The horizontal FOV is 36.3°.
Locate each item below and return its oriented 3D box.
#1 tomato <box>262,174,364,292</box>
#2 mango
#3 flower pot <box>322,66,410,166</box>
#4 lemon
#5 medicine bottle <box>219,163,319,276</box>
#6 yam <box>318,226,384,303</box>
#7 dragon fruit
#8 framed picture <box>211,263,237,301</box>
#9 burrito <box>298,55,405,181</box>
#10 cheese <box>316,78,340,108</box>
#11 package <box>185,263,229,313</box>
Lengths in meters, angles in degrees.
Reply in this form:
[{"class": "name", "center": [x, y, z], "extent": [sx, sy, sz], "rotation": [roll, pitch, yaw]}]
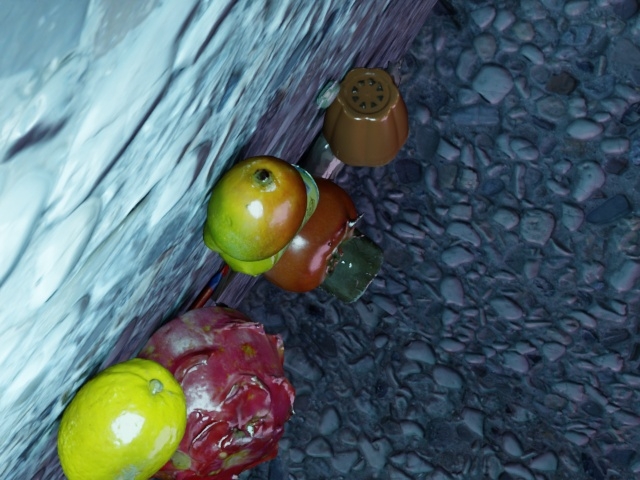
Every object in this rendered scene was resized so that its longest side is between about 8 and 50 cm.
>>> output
[{"class": "tomato", "center": [-0.039, -0.017, 2.110], "extent": [0.256, 0.224, 0.256], "rotation": [-55, 175, -7]}, {"class": "mango", "center": [-0.094, -0.041, 1.362], "extent": [0.146, 0.129, 0.289], "rotation": [-57, -172, -7]}, {"class": "flower pot", "center": [0.096, -0.268, 2.051], "extent": [0.191, 0.190, 0.173], "rotation": [-55, 168, -14]}, {"class": "lemon", "center": [-0.282, 0.265, 1.381], "extent": [0.207, 0.170, 0.170], "rotation": [-47, -178, 18]}, {"class": "medicine bottle", "center": [-0.097, -0.034, 1.770], "extent": [0.124, 0.124, 0.239], "rotation": [-56, 178, 40]}, {"class": "yam", "center": [0.000, 0.000, 2.710], "extent": [0.241, 0.348, 0.241], "rotation": [-47, -170, 12]}, {"class": "dragon fruit", "center": [-0.193, 0.324, 1.867], "extent": [0.386, 0.249, 0.371], "rotation": [12, 107, -50]}, {"class": "framed picture", "center": [-0.171, 0.001, 2.370], "extent": [0.247, 0.022, 0.335], "rotation": [-55, 180, -25]}, {"class": "burrito", "center": [0.066, -0.274, 2.375], "extent": [0.445, 0.101, 0.139], "rotation": [-53, 174, 4]}, {"class": "cheese", "center": [0.016, -0.272, 1.818], "extent": [0.067, 0.026, 0.121], "rotation": [-55, 180, 10]}, {"class": "package", "center": [-0.266, 0.133, 2.184], "extent": [0.200, 0.022, 0.083], "rotation": [-53, 178, -29]}]
